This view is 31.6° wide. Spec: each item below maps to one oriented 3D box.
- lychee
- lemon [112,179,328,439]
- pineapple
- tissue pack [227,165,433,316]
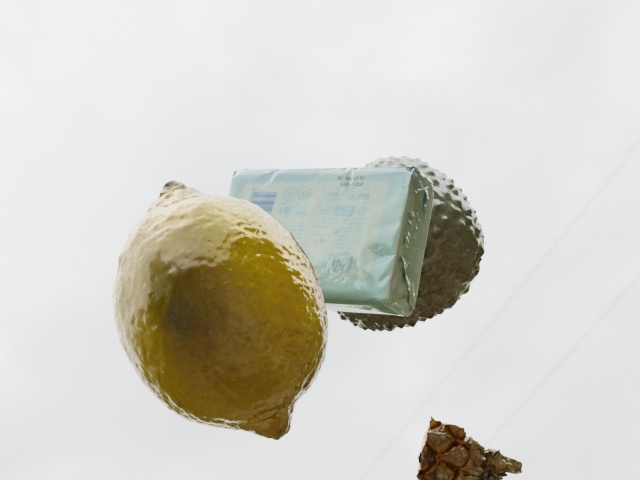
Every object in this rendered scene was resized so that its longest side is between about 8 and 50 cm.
[{"bbox_3d":[0.110,0.007,1.675,0.274,0.255,0.255,-37,-39,-25],"label":"lychee"},{"bbox_3d":[-0.091,0.062,1.021,0.188,0.256,0.188,-26,-8,-4],"label":"lemon"},{"bbox_3d":[0.141,0.223,1.115,0.114,0.077,0.114,5,-77,-10],"label":"pineapple"},{"bbox_3d":[0.000,0.000,1.381,0.089,0.263,0.177,36,-119,-54],"label":"tissue pack"}]
